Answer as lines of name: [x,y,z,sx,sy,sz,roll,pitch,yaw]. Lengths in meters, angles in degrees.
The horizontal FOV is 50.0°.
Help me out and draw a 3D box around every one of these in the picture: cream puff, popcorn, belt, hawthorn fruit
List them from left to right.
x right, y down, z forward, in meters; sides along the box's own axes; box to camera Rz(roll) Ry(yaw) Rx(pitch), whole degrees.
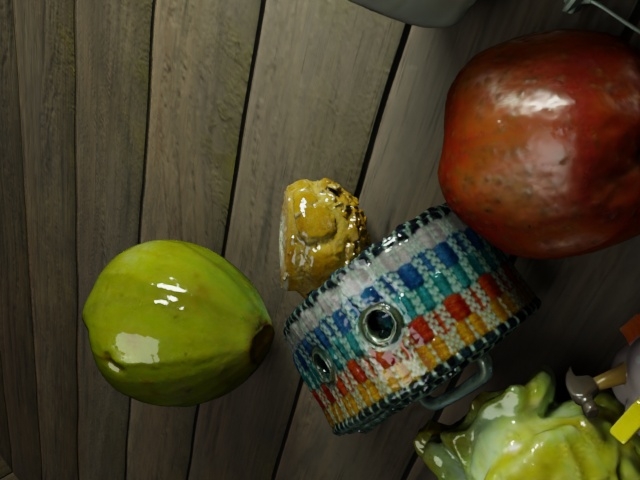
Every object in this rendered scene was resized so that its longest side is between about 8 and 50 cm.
cream puff: [0.004,0.000,0.790,0.126,0.103,0.144,-163,78,-82]
belt: [0.082,0.100,0.693,0.160,0.207,0.295,55,139,13]
popcorn: [0.202,0.222,0.639,0.221,0.204,0.184,-56,49,44]
hawthorn fruit: [0.190,-0.073,0.514,0.200,0.179,0.179,1,111,60]

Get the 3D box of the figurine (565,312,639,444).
figurine: [0.318,0.108,0.533,0.229,0.112,0.137,-6,63,35]

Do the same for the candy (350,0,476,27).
candy: [0.092,-0.318,0.446,0.359,0.208,0.145,-50,49,47]

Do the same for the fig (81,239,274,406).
fig: [-0.190,0.117,0.964,0.271,0.239,0.239,-1,110,31]

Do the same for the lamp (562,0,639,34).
lamp: [0.267,-0.148,0.499,0.198,0.050,0.056,43,133,22]
